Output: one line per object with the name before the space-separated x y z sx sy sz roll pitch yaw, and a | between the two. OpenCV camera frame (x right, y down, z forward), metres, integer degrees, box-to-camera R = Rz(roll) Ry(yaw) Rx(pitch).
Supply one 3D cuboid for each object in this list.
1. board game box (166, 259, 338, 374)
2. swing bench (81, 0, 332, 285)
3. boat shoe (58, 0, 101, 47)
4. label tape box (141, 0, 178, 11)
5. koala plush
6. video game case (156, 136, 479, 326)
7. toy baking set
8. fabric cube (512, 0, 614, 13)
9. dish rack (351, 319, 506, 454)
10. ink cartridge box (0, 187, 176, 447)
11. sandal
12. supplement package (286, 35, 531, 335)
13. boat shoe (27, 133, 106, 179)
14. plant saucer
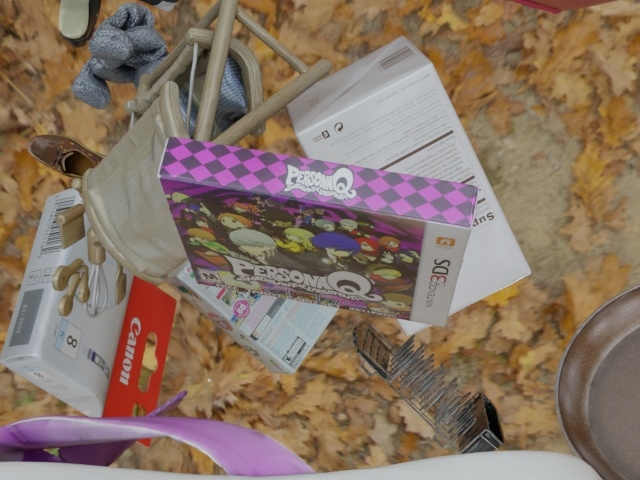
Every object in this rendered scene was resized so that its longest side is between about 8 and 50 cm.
board game box | -0.118 0.083 1.924 0.303 0.097 0.224 43 69 -18
swing bench | -0.151 -0.116 1.150 0.165 0.253 0.255 37 54 -17
boat shoe | -0.299 -0.308 1.240 0.048 0.042 0.133 9 77 -2
label tape box | -0.192 -0.431 1.089 0.240 0.333 0.106 15 52 -35
koala plush | -0.328 -0.333 1.915 0.221 0.196 0.203 33 48 -6
video game case | 0.000 0.000 0.795 0.232 0.210 0.042 10 66 5
toy baking set | -0.336 0.016 1.444 0.030 0.256 0.197 12 86 13
fabric cube | 0.291 -0.408 1.048 0.254 0.258 0.259 0 90 -42
dish rack | 0.161 0.218 1.522 0.271 0.208 0.074 44 98 -1
ink cartridge box | -0.347 0.141 1.670 0.091 0.385 0.308 -11 54 26
sandal | -0.060 0.131 0.479 0.416 0.169 0.102 6 46 -18
supplement package | 0.105 -0.069 1.207 0.175 0.177 0.293 -28 112 5
boat shoe | -0.439 -0.144 1.723 0.177 0.060 0.064 22 97 14
plant saucer | 0.417 0.167 1.080 0.310 0.050 0.311 -15 45 16
